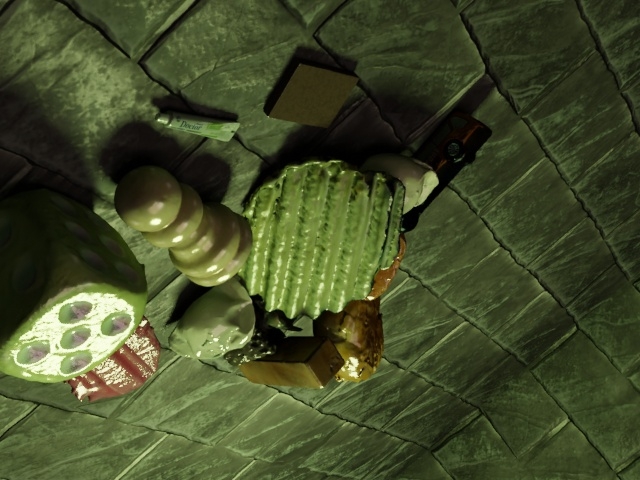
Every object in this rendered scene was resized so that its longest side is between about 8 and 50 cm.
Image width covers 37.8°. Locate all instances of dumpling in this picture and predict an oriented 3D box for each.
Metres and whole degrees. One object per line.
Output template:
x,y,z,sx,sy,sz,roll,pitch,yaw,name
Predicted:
-0.237,0.195,2.120,0.229,0.151,0.124,-42,-177,17,dumpling
0.148,-0.118,2.093,0.250,0.132,0.162,-4,145,-23,dumpling

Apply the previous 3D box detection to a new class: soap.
-0.452,0.219,1.955,0.220,0.127,0.325,-31,148,-7,soap

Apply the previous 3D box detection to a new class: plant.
-0.149,0.206,2.210,0.203,0.142,0.131,-25,-174,18,plant

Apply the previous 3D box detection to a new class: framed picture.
-0.016,-0.286,1.828,0.168,0.023,0.128,3,130,-46,framed picture

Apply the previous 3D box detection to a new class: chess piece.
-0.277,-0.040,1.793,0.167,0.167,0.299,-41,141,7,chess piece

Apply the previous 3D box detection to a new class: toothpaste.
-0.225,-0.213,1.716,0.197,0.029,0.048,5,130,-51,toothpaste

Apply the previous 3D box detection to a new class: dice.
-0.476,0.082,1.642,0.250,0.252,0.254,-43,149,11,dice

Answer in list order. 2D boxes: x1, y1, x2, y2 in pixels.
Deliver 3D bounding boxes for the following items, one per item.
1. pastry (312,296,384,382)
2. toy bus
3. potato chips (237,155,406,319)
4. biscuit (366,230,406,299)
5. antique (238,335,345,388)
0.061,0.193,2.308,0.161,0.311,0.255,-2,-170,17,pastry
0.236,-0.131,2.205,0.409,0.092,0.093,-49,148,18,toy bus
0.000,0.000,2.034,0.358,0.070,0.429,6,124,-10,potato chips
0.039,0.052,2.136,0.277,0.052,0.262,15,113,-3,biscuit
-0.082,0.290,2.248,0.093,0.310,0.087,-45,112,-32,antique
